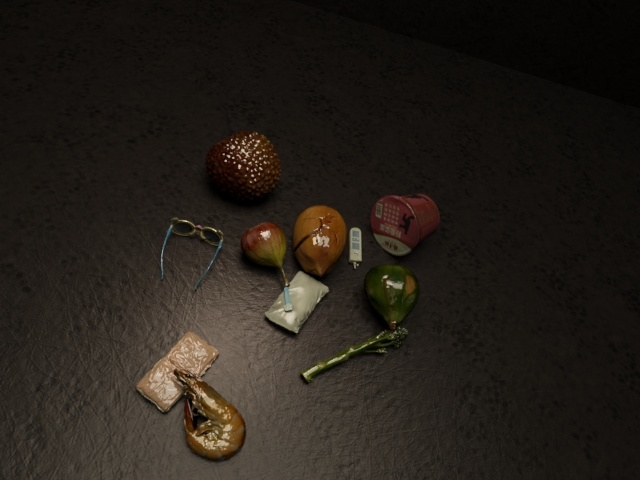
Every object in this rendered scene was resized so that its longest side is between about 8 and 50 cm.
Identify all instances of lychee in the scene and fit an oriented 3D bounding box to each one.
[{"bbox_3d":[-0.282,-0.270,1.711,0.267,0.267,0.267,8,54,-11],"label":"lychee"}]

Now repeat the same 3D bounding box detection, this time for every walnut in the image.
[{"bbox_3d":[0.000,0.000,1.627,0.203,0.203,0.298,6,47,-12],"label":"walnut"}]

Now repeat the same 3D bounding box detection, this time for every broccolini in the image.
[{"bbox_3d":[0.119,0.377,1.493,0.392,0.079,0.074,-21,74,-20],"label":"broccolini"}]

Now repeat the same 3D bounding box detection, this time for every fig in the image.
[{"bbox_3d":[0.241,0.197,1.572,0.195,0.195,0.245,12,65,-8],"label":"fig"},{"bbox_3d":[-0.177,0.050,1.598,0.160,0.143,0.231,-29,103,-35],"label":"fig"}]

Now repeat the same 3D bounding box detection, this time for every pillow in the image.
[{"bbox_3d":[-0.414,0.377,1.341,0.126,0.043,0.232,38,52,6],"label":"pillow"},{"bbox_3d":[-0.076,0.205,1.549,0.128,0.051,0.229,33,53,10],"label":"pillow"}]

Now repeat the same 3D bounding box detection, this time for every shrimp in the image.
[{"bbox_3d":[-0.329,0.482,1.266,0.287,0.063,0.152,44,61,4],"label":"shrimp"}]

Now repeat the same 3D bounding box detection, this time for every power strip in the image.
[{"bbox_3d":[0.131,0.027,1.747,0.047,0.030,0.191,9,53,-9],"label":"power strip"}]

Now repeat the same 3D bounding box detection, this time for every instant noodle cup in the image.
[{"bbox_3d":[0.336,-0.075,1.768,0.178,0.235,0.235,-20,63,-37],"label":"instant noodle cup"}]

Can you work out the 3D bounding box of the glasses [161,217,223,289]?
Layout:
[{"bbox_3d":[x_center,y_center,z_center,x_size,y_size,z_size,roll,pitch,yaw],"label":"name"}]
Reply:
[{"bbox_3d":[-0.448,0.051,1.564,0.189,0.088,0.221,16,73,-5],"label":"glasses"}]

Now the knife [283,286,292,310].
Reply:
[{"bbox_3d":[-0.109,0.193,1.518,0.027,0.010,0.096,-12,48,2],"label":"knife"}]
